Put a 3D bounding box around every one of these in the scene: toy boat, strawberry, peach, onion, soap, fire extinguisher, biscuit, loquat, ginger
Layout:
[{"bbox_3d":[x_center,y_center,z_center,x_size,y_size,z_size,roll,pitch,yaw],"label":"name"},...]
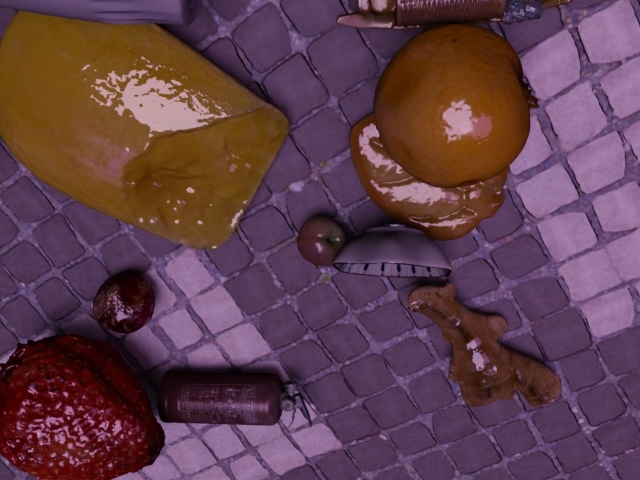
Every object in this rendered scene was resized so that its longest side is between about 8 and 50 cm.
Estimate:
[{"bbox_3d":[0.170,-0.322,0.794,0.309,0.115,0.090,0,111,7],"label":"toy boat"},{"bbox_3d":[-0.401,0.294,1.055,0.288,0.250,0.239,21,114,21],"label":"strawberry"},{"bbox_3d":[0.001,0.002,0.976,0.083,0.083,0.083,2,114,5],"label":"peach"},{"bbox_3d":[-0.334,0.107,1.057,0.107,0.097,0.107,-1,85,13],"label":"onion"},{"bbox_3d":[-0.283,-0.171,0.911,0.427,0.115,0.306,27,117,-6],"label":"soap"},{"bbox_3d":[-0.151,0.290,1.111,0.268,0.105,0.105,-1,114,7],"label":"fire extinguisher"},{"bbox_3d":[0.161,-0.107,0.931,0.259,0.041,0.203,27,114,-8],"label":"biscuit"},{"bbox_3d":[0.173,-0.169,0.791,0.207,0.208,0.208,2,114,5],"label":"loquat"},{"bbox_3d":[0.264,0.184,1.028,0.148,0.081,0.334,-39,106,15],"label":"ginger"}]

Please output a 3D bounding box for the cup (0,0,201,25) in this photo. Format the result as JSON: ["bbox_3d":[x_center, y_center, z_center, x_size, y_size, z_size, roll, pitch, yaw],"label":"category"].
[{"bbox_3d":[-0.324,-0.398,0.727,0.371,0.253,0.254,10,115,-5],"label":"cup"}]

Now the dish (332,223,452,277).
[{"bbox_3d":[0.111,0.016,0.941,0.190,0.191,0.066,3,81,5],"label":"dish"}]
